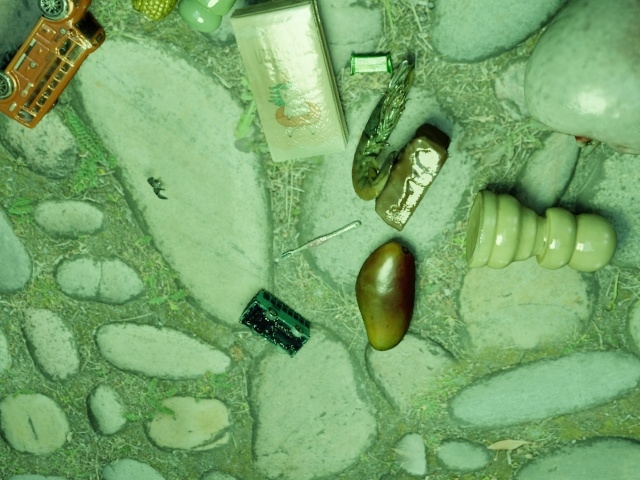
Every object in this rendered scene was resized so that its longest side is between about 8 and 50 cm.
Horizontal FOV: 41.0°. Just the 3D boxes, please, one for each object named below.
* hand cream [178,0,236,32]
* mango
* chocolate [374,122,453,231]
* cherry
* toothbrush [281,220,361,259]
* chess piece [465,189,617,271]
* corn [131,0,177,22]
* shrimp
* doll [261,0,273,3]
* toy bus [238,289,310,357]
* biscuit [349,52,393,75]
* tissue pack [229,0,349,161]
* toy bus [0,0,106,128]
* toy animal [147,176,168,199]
[{"bbox_3d":[-0.174,-0.552,1.674,0.147,0.093,0.306,46,116,19],"label":"hand cream"},{"bbox_3d":[0.144,0.122,1.915,0.133,0.111,0.268,-1,114,-7],"label":"mango"},{"bbox_3d":[0.185,-0.133,1.777,0.093,0.148,0.214,33,113,0],"label":"chocolate"},{"bbox_3d":[0.536,-0.318,1.573,0.326,0.291,0.335,-8,94,24],"label":"cherry"},{"bbox_3d":[0.000,0.000,1.936,0.204,0.022,0.017,-24,111,15],"label":"toothbrush"},{"bbox_3d":[0.465,-0.004,1.788,0.299,0.167,0.167,9,115,1],"label":"chess piece"},{"bbox_3d":[-0.294,-0.557,1.693,0.091,0.091,0.260,47,119,30],"label":"corn"},{"bbox_3d":[0.135,-0.213,1.739,0.058,0.169,0.296,11,119,-25],"label":"shrimp"},{"bbox_3d":[-0.085,-0.448,1.727,0.083,0.050,0.076,14,123,3],"label":"doll"},{"bbox_3d":[-0.106,0.190,1.998,0.160,0.092,0.079,35,113,-14],"label":"toy bus"},{"bbox_3d":[0.104,-0.362,1.756,0.089,0.016,0.046,0,116,10],"label":"biscuit"},{"bbox_3d":[-0.057,-0.323,1.739,0.170,0.071,0.325,-6,124,14],"label":"tissue pack"},{"bbox_3d":[-0.561,-0.399,1.785,0.153,0.143,0.329,36,114,-18],"label":"toy bus"},{"bbox_3d":[-0.370,-0.127,1.932,0.028,0.050,0.084,-28,143,-5],"label":"toy animal"}]
